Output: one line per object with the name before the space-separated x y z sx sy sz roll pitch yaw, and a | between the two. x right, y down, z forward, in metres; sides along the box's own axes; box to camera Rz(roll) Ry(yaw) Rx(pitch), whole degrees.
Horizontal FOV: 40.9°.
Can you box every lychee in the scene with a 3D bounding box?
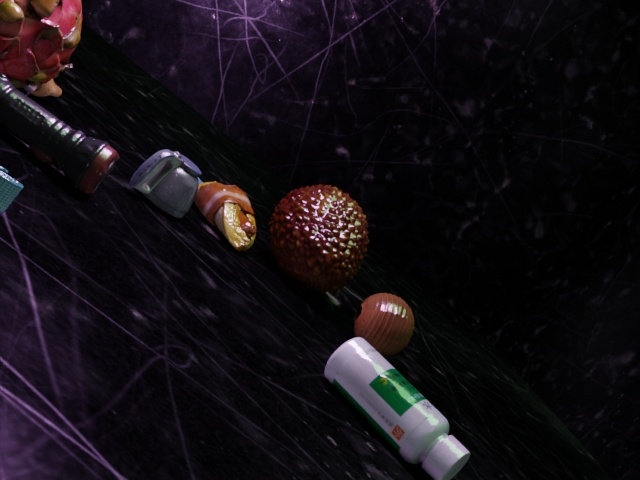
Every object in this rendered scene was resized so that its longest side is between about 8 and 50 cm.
lychee | 0.000 0.000 1.907 0.236 0.236 0.271 35 23 -31

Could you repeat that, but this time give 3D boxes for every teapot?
teapot | -0.290 -0.120 1.612 0.149 0.108 0.111 35 6 -38

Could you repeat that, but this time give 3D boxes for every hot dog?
hot dog | -0.198 -0.070 1.842 0.123 0.093 0.261 31 11 -49

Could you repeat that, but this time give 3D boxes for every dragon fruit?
dragon fruit | -0.541 -0.407 1.513 0.250 0.269 0.291 23 17 -15

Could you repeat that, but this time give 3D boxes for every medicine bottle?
medicine bottle | 0.119 0.268 1.352 0.260 0.095 0.095 45 8 28

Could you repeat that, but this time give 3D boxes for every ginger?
ginger | -0.597 -0.363 1.745 0.118 0.065 0.299 28 15 -41

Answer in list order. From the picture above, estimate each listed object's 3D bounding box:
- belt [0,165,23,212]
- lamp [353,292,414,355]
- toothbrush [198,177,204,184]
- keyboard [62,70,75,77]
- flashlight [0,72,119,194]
belt | -0.419 -0.096 0.959 0.179 0.065 0.100 36 -3 -22
lamp | 0.135 0.179 1.838 0.136 0.136 0.136 39 7 -5
toothbrush | -0.282 -0.134 2.048 0.040 0.040 0.386 43 7 27
keyboard | -0.677 -0.462 2.173 0.074 0.015 0.196 38 6 -44
flashlight | -0.426 -0.165 1.313 0.232 0.093 0.093 34 7 -7
